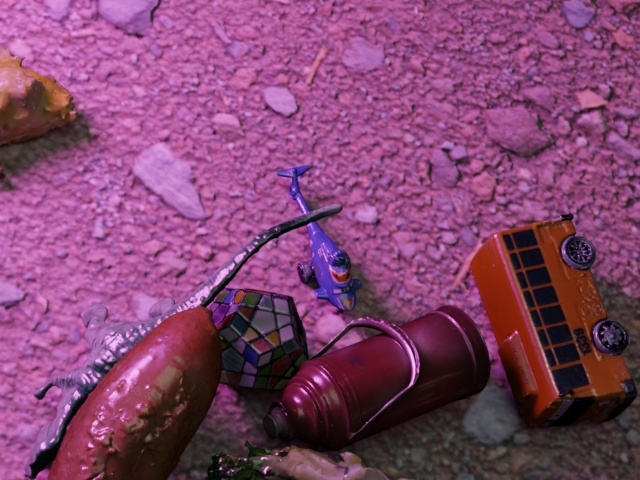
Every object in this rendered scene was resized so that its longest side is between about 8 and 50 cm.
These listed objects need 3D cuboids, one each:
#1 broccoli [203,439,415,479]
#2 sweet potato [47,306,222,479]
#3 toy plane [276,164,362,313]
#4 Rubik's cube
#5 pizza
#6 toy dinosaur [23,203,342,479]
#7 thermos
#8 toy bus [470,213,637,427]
[{"bbox_3d":[-0.012,0.286,1.722,0.294,0.245,0.265,-18,71,-33],"label":"broccoli"},{"bbox_3d":[-0.195,0.225,1.731,0.109,0.109,0.385,28,81,-2],"label":"sweet potato"},{"bbox_3d":[0.000,0.000,1.952,0.054,0.062,0.167,-14,61,-20],"label":"toy plane"},{"bbox_3d":[-0.064,0.094,1.874,0.111,0.093,0.111,5,67,-12],"label":"Rubik's cube"},{"bbox_3d":[-0.378,-0.166,1.914,0.288,0.075,0.280,6,67,-12],"label":"pizza"},{"bbox_3d":[-0.157,0.067,1.847,0.383,0.129,0.076,-47,124,-6],"label":"toy dinosaur"},{"bbox_3d":[0.044,0.144,1.864,0.232,0.124,0.099,-21,51,-31],"label":"thermos"},{"bbox_3d":[0.231,0.087,1.953,0.114,0.098,0.201,-11,70,-18],"label":"toy bus"}]
